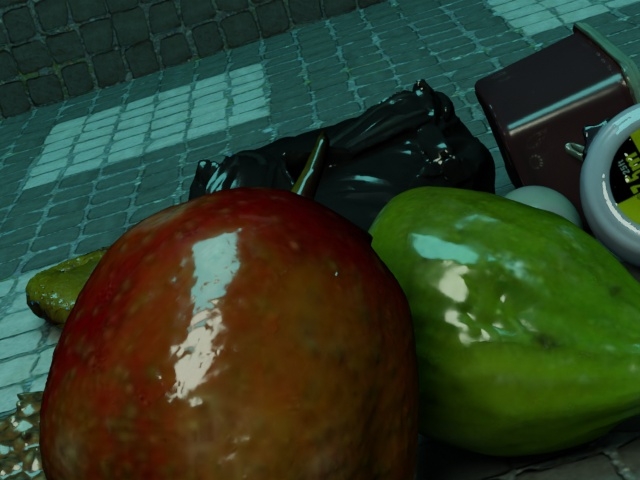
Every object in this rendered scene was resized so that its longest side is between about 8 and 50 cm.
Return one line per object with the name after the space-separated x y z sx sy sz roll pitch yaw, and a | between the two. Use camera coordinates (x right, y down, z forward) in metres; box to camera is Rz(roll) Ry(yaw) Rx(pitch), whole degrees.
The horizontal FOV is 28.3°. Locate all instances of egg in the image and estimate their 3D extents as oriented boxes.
0.230 -0.006 1.361 0.103 0.103 0.135 -15 19 7 | egg

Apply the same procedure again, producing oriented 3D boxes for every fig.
0.155 0.078 1.038 0.233 0.233 0.314 -24 26 -18 | fig

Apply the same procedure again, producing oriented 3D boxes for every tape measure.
0.354 -0.061 1.301 0.178 0.196 0.105 -25 -15 9 | tape measure

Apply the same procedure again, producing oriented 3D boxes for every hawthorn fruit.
-0.050 0.087 0.949 0.284 0.284 0.369 1 69 41 | hawthorn fruit

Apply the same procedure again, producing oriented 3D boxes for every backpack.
0.000 0.000 1.342 0.363 0.255 0.446 -17 22 19 | backpack

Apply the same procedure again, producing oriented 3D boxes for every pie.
-0.261 0.046 1.684 0.273 0.069 0.273 -14 21 5 | pie

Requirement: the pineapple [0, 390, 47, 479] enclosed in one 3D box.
-0.239 0.261 0.996 0.175 0.175 0.361 -11 29 18 | pineapple

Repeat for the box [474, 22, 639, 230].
0.297 -0.129 1.516 0.167 0.193 0.294 -21 19 6 | box
